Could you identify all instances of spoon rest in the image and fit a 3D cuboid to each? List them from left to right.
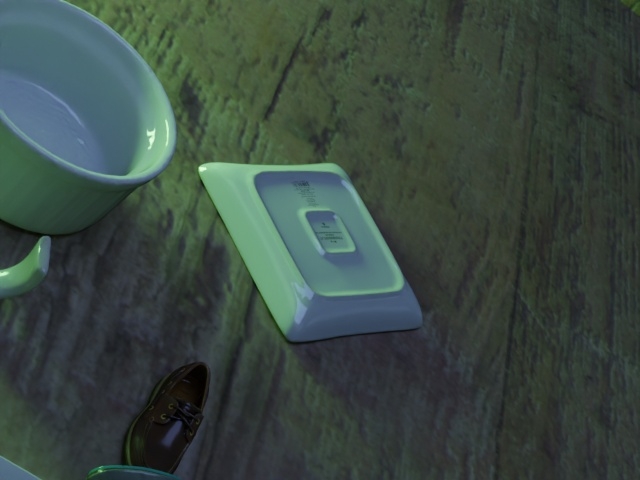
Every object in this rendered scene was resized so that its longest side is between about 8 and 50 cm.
[{"bbox_3d":[-0.423,0.004,1.699,0.276,0.084,0.137,17,41,-17],"label":"spoon rest"}]

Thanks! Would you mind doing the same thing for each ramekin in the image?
[{"bbox_3d":[-0.316,-0.140,1.891,0.277,0.135,0.277,29,38,-25],"label":"ramekin"}]

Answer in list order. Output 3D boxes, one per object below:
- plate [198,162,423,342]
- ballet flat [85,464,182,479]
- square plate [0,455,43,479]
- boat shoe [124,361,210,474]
[{"bbox_3d":[0.000,0.000,2.170,0.277,0.045,0.278,-3,57,-48],"label":"plate"},{"bbox_3d":[-0.147,0.283,1.702,0.213,0.072,0.068,18,47,-36],"label":"ballet flat"},{"bbox_3d":[-0.367,0.280,1.443,0.347,0.049,0.344,33,25,-19],"label":"square plate"},{"bbox_3d":[-0.162,0.194,1.781,0.064,0.060,0.178,38,35,-13],"label":"boat shoe"}]
